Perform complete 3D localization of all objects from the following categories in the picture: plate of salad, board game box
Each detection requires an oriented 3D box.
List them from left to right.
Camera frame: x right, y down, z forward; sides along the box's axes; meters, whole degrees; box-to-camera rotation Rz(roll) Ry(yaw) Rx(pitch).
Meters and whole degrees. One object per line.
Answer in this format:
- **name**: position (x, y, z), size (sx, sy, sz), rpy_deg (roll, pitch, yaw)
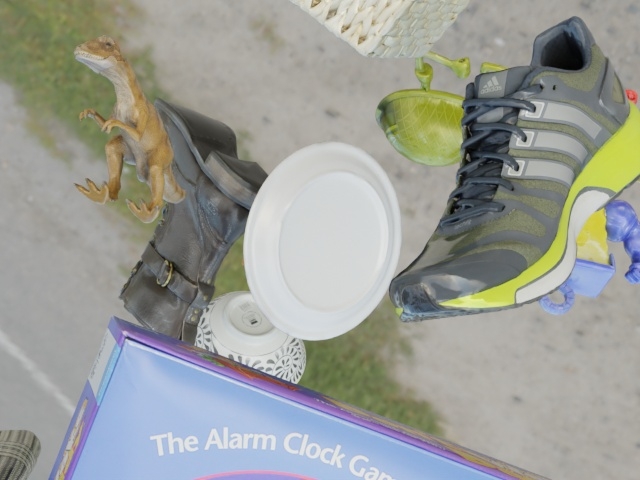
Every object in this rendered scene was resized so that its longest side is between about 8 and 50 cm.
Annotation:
- **plate of salad**: position (0.000, 0.000, 1.361), size (0.048, 0.200, 0.200), rpy_deg (11, 149, 51)
- **board game box**: position (0.029, 0.204, 0.603), size (0.347, 0.233, 0.078), rpy_deg (22, 178, -12)

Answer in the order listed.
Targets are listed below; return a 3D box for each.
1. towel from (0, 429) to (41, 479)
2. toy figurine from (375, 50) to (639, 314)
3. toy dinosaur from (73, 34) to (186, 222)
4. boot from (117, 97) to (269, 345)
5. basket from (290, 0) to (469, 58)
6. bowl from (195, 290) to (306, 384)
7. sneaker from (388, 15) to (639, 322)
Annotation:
- **towel**: position (-0.400, 0.185, 1.051), size (0.324, 0.056, 0.312), rpy_deg (3, -170, -1)
- **toy figurine**: position (0.232, -0.036, 1.415), size (0.362, 0.217, 0.191), rpy_deg (11, 159, -7)
- **toy dinosaur**: position (-0.131, -0.062, 1.048), size (0.064, 0.112, 0.211), rpy_deg (5, 143, 19)
- **boot**: position (-0.168, -0.019, 1.532), size (0.091, 0.229, 0.263), rpy_deg (18, -159, -38)
- **basket**: position (0.054, -0.214, 1.093), size (0.103, 0.167, 0.113), rpy_deg (44, 110, 12)
- **bowl**: position (-0.094, 0.121, 1.772), size (0.170, 0.170, 0.080), rpy_deg (26, 137, 7)
- **sneaker**: position (0.125, -0.048, 0.924), size (0.111, 0.300, 0.121), rpy_deg (-12, 114, 40)
